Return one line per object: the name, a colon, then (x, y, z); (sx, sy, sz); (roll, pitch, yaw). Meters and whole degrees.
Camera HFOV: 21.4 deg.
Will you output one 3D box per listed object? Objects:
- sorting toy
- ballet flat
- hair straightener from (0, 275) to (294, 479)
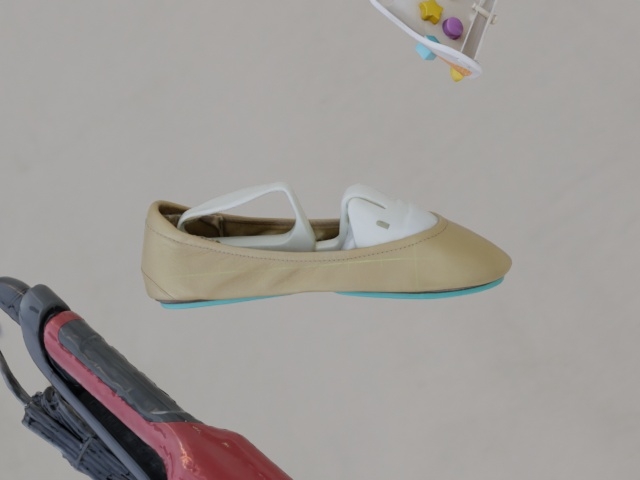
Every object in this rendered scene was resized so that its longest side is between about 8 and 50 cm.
sorting toy: (0.067, -0.140, 0.998); (0.075, 0.083, 0.045); (30, 149, -13)
ballet flat: (0.000, 0.000, 1.044); (0.232, 0.080, 0.073); (-4, 108, 7)
hair straightener: (-0.073, 0.097, 0.670); (0.230, 0.047, 0.089); (35, 134, 16)
